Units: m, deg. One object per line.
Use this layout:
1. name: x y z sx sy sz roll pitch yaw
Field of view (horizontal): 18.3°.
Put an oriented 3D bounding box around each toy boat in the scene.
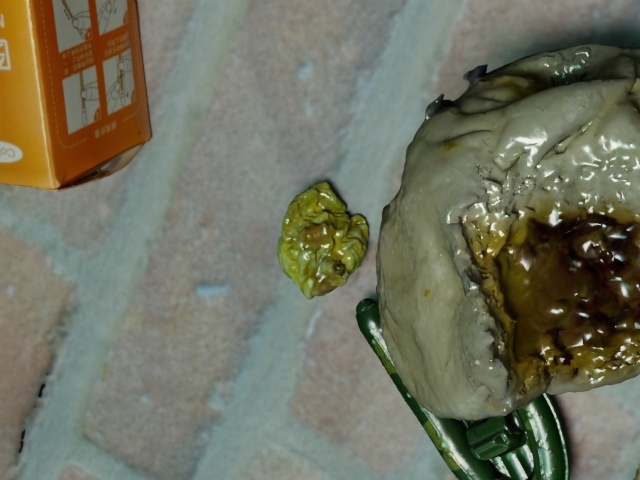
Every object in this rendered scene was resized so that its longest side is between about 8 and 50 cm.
1. toy boat: 0.107 0.108 1.433 0.104 0.052 0.210 -30 94 30

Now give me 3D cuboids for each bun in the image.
1. bun: 0.159 -0.018 1.248 0.281 0.281 0.205 -11 96 30

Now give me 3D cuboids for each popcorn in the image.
1. popcorn: -0.003 0.000 1.443 0.068 0.059 0.083 0 101 27

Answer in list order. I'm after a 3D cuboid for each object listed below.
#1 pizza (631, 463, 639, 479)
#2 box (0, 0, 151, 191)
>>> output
1. pizza: 0.367 0.172 1.308 0.258 0.087 0.268 39 129 1
2. box: -0.264 -0.213 1.444 0.225 0.143 0.341 5 113 26
